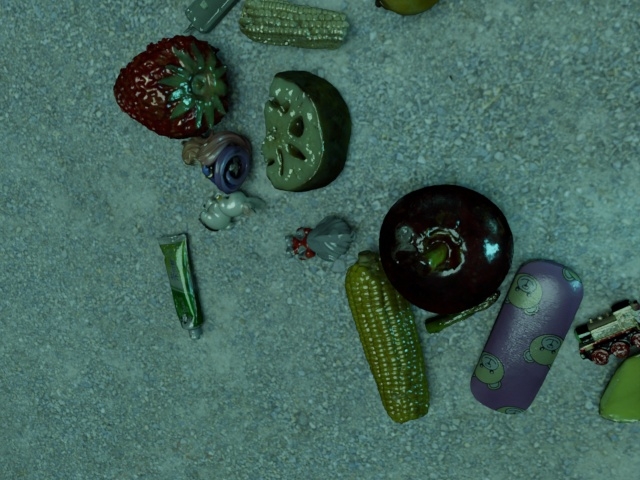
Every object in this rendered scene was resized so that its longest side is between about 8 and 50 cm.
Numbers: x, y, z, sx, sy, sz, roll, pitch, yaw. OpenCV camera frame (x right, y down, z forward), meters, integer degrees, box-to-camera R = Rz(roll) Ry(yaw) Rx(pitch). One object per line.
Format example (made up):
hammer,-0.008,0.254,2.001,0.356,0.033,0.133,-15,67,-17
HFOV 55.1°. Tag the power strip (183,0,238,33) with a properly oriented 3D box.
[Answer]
power strip,-0.180,-0.486,1.181,0.253,0.027,0.060,-38,91,24

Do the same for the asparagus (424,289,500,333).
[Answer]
asparagus,0.278,0.137,1.192,0.165,0.036,0.030,-32,114,23

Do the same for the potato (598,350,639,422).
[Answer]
potato,0.586,0.253,1.107,0.119,0.054,0.198,31,118,4

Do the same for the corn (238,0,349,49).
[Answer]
corn,-0.046,-0.398,1.134,0.211,0.087,0.087,13,109,9

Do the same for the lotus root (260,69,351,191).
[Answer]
lotus root,-0.025,-0.199,1.157,0.138,0.119,0.234,8,106,23

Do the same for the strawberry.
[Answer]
strawberry,-0.309,-0.299,1.203,0.244,0.205,0.205,9,109,39

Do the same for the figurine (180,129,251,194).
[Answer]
figurine,-0.212,-0.176,1.237,0.157,0.126,0.114,38,140,21

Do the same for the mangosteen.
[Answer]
mangosteen,0.209,0.015,1.056,0.236,0.261,0.235,2,96,18

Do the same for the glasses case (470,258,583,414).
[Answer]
glasses case,0.381,0.185,1.145,0.123,0.076,0.316,21,111,13

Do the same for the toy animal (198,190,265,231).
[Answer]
toy animal,-0.189,-0.068,1.276,0.124,0.071,0.085,-33,99,27

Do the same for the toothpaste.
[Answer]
toothpaste,-0.309,0.107,1.385,0.078,0.047,0.248,-7,100,19

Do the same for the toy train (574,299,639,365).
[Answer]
toy train,0.525,0.167,1.106,0.138,0.050,0.087,-31,88,25

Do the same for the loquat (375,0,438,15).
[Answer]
loquat,0.145,-0.453,1.018,0.163,0.137,0.163,4,122,6

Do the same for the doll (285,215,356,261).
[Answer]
doll,0.000,0.000,1.233,0.180,0.079,0.094,-11,77,35

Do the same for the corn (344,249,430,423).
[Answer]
corn,0.134,0.192,1.214,0.120,0.120,0.363,-10,103,22
